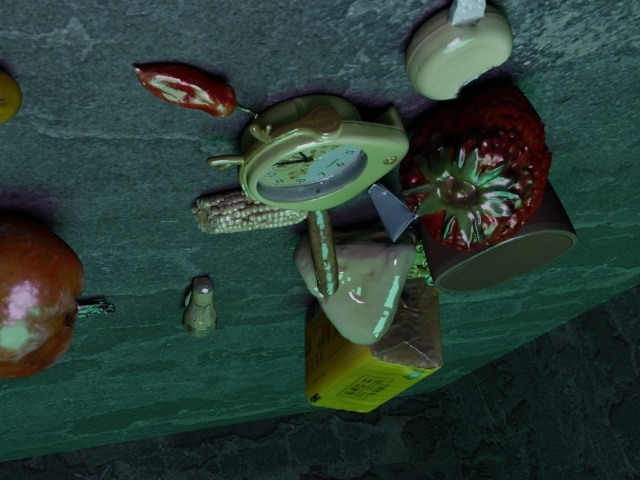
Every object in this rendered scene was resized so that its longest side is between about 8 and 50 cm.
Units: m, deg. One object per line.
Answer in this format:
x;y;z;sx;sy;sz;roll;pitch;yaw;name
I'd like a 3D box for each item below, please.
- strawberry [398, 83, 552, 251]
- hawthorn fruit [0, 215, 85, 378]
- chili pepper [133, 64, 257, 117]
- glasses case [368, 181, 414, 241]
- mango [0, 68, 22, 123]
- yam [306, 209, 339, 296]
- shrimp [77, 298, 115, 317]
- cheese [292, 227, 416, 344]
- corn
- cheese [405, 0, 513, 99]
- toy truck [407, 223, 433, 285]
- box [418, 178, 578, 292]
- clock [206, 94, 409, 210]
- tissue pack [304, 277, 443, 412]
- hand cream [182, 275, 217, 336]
0.273;-0.127;1.442;0.250;0.239;0.288;-18;-165;28;strawberry
-0.509;0.093;1.366;0.284;0.284;0.284;-14;159;-6;hawthorn fruit
-0.170;-0.204;1.164;0.191;0.050;0.059;16;146;-35;chili pepper
0.133;-0.056;1.573;0.056;0.105;0.266;-25;179;4;glasses case
-0.434;-0.168;1.000;0.165;0.089;0.115;-10;160;-24;mango
0.000;0.000;1.634;0.056;0.057;0.241;-13;123;-9;yam
-0.522;0.148;1.820;0.161;0.034;0.091;-3;168;-16;shrimp
0.066;0.091;1.794;0.251;0.248;0.173;5;-157;4;cheese
-0.121;-0.057;1.521;0.211;0.087;0.087;-12;159;-13;corn
0.182;-0.285;1.191;0.163;0.071;0.249;-24;159;15;cheese
0.232;0.017;1.965;0.259;0.128;0.135;1;128;-35;toy truck
0.339;-0.043;1.724;0.301;0.216;0.301;-16;158;-7;box
-0.027;-0.143;1.359;0.308;0.096;0.235;5;152;-44;clock
0.124;0.235;2.131;0.228;0.293;0.382;11;150;-19;tissue pack
-0.271;0.146;1.939;0.084;0.084;0.203;-10;153;-16;hand cream
